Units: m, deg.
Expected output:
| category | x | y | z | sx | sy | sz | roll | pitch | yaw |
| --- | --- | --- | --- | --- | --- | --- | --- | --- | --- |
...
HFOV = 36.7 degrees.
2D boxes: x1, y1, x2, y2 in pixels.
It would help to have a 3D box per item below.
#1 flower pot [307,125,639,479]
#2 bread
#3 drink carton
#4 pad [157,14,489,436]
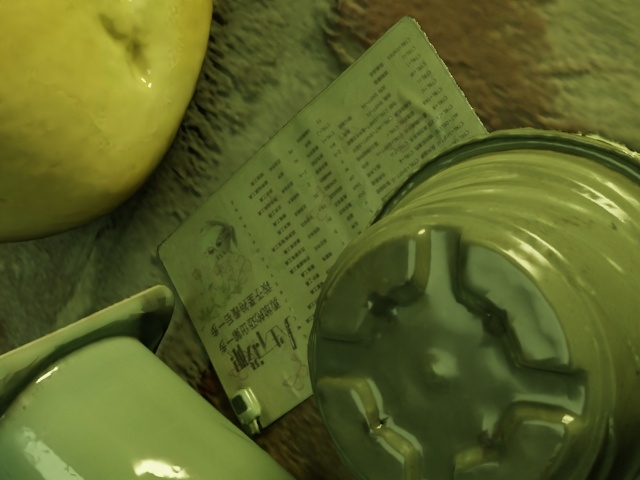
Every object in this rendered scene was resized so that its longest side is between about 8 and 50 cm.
| category | x | y | z | sx | sy | sz | roll | pitch | yaw |
| --- | --- | --- | --- | --- | --- | --- | --- | --- | --- |
| flower pot | 0.085 | 0.056 | 0.478 | 0.236 | 0.141 | 0.235 | 4 | 97 | 33 |
| bread | -0.285 | -0.168 | 0.665 | 0.376 | 0.253 | 0.347 | 4 | 99 | 37 |
| drink carton | -0.113 | 0.168 | 0.616 | 0.190 | 0.185 | 0.191 | 35 | 121 | 15 |
| pad | 0.000 | 0.000 | 0.618 | 0.265 | 0.009 | 0.159 | -39 | 70 | 30 |
